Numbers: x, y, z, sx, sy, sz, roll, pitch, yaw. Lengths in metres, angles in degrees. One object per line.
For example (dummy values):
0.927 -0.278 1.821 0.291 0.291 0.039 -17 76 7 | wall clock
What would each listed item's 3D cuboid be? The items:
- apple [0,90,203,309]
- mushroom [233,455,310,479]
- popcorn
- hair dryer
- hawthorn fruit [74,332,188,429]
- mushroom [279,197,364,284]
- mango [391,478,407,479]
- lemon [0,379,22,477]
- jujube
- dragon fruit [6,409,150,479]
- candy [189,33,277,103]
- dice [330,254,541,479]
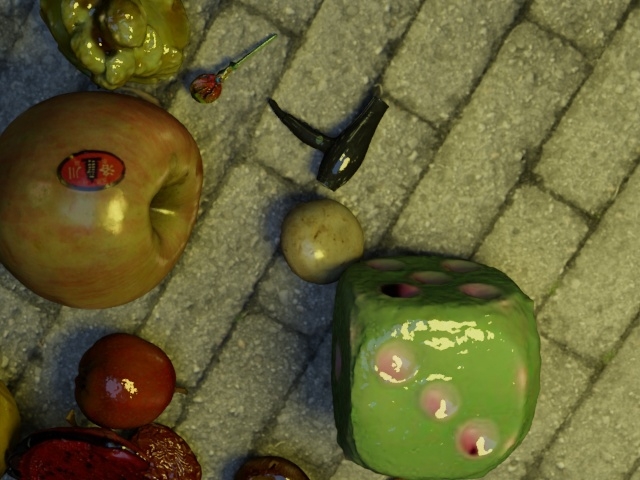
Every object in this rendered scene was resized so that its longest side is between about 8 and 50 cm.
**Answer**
-0.411 -0.073 1.524 0.346 0.391 0.392 11 102 19 | apple
-0.093 0.536 1.724 0.194 0.138 0.231 18 113 -11 | mushroom
-0.372 -0.389 1.519 0.276 0.276 0.226 3 106 6 | popcorn
-0.002 -0.222 1.611 0.219 0.075 0.196 33 92 7 | hair dryer
-0.369 0.286 1.688 0.225 0.196 0.197 13 103 -23 | hawthorn fruit
0.000 0.000 1.610 0.166 0.127 0.166 3 85 -30 | mushroom
0.197 0.547 1.722 0.187 0.066 0.101 38 103 -10 | mango
-0.744 0.387 1.690 0.296 0.297 0.297 1 100 6 | lemon
-0.321 0.452 1.744 0.176 0.109 0.112 42 138 -10 | jujube
-0.466 0.442 1.654 0.282 0.100 0.344 23 128 -4 | dragon fruit
-0.163 -0.330 1.614 0.201 0.060 0.060 -37 94 3 | candy
0.191 0.215 1.509 0.330 0.318 0.323 2 106 -6 | dice
